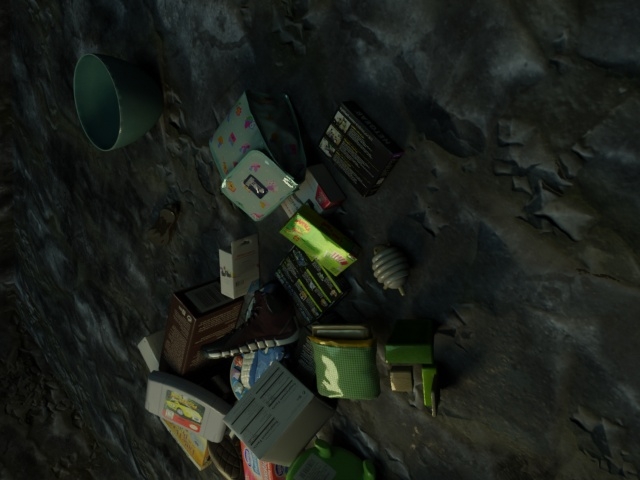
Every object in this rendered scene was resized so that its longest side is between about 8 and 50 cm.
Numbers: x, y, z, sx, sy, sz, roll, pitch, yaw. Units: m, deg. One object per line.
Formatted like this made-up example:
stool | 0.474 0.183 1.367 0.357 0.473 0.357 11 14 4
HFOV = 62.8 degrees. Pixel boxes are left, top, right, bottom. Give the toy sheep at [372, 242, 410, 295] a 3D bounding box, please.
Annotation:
toy sheep | 0.159 0.064 1.177 0.091 0.091 0.132 -47 66 43

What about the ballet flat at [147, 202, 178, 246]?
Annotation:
ballet flat | -0.549 -0.057 1.845 0.084 0.058 0.250 29 139 -10

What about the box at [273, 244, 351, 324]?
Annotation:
box | -0.027 0.106 1.402 0.190 0.045 0.184 53 132 17

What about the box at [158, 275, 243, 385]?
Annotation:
box | -0.402 0.316 1.740 0.143 0.191 0.381 40 128 28

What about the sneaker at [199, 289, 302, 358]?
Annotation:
sneaker | -0.196 0.222 1.427 0.106 0.282 0.162 138 121 -78

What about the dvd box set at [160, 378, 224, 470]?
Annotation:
dvd box set | -0.510 0.666 2.065 0.308 0.062 0.420 39 129 28

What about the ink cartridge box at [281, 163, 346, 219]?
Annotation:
ink cartridge box | -0.023 -0.100 1.305 0.109 0.063 0.150 57 135 12

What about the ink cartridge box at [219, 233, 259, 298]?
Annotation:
ink cartridge box | -0.239 0.068 1.548 0.062 0.104 0.181 19 117 38

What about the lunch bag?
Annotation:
lunch bag | -0.149 -0.201 1.305 0.223 0.160 0.262 -35 69 46

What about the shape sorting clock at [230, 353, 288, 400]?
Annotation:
shape sorting clock | -0.193 0.415 1.619 0.206 0.040 0.206 -8 73 27

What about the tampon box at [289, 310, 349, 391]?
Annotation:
tampon box | 0.009 0.290 1.378 0.101 0.120 0.160 38 128 26

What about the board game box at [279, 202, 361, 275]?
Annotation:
board game box | 0.000 0.000 1.279 0.181 0.043 0.092 38 134 -9

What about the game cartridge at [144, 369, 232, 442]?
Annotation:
game cartridge | -0.438 0.541 1.721 0.294 0.060 0.196 23 123 6

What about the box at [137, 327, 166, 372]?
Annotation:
box | -0.560 0.394 1.933 0.091 0.171 0.130 -42 74 44

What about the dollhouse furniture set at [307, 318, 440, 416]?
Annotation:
dollhouse furniture set | 0.108 0.294 1.175 0.302 0.151 0.197 -3 103 16

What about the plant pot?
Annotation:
plant pot | -0.620 -0.443 1.663 0.290 0.196 0.290 18 118 39

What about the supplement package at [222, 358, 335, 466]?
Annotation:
supplement package | -0.101 0.469 1.401 0.145 0.204 0.262 36 167 27

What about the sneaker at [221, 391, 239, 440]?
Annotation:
sneaker | -0.280 0.549 1.762 0.131 0.112 0.319 44 129 20

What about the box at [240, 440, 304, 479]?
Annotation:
box | -0.151 0.666 1.658 0.154 0.142 0.299 13 114 42

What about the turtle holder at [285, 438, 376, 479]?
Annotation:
turtle holder | 0.057 0.717 1.444 0.321 0.243 0.227 9 136 1

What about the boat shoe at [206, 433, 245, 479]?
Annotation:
boat shoe | -0.294 0.843 1.872 0.355 0.132 0.130 42 130 27

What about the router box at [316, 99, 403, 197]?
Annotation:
router box | 0.084 -0.205 1.176 0.179 0.046 0.133 50 132 19

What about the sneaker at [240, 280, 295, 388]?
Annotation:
sneaker | -0.140 0.278 1.535 0.147 0.130 0.329 6 100 11
